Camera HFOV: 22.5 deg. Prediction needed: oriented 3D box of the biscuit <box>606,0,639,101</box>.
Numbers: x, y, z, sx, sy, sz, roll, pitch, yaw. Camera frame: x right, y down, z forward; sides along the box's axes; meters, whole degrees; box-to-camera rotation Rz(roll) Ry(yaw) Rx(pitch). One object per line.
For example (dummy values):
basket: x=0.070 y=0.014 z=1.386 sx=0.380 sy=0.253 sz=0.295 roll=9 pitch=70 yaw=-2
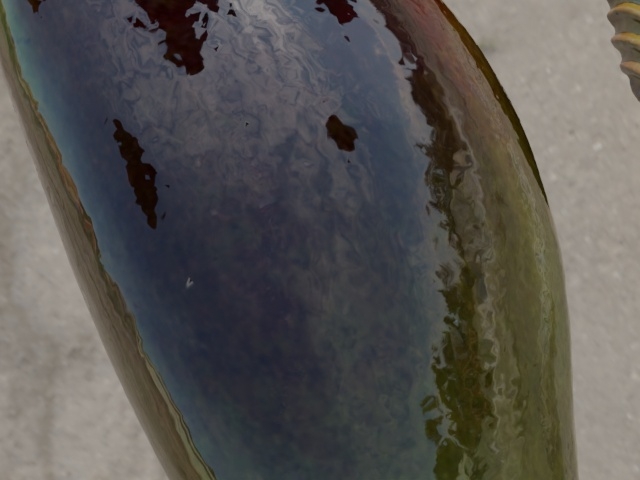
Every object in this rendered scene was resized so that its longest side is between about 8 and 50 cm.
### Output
biscuit: x=0.257 y=-0.215 z=0.947 sx=0.318 sy=0.040 sz=0.317 roll=-173 pitch=90 yaw=-69

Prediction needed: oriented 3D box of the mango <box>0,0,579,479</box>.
mango: x=0.000 y=0.000 z=0.445 sx=0.133 sy=0.111 sz=0.267 roll=-20 pitch=79 yaw=-32
